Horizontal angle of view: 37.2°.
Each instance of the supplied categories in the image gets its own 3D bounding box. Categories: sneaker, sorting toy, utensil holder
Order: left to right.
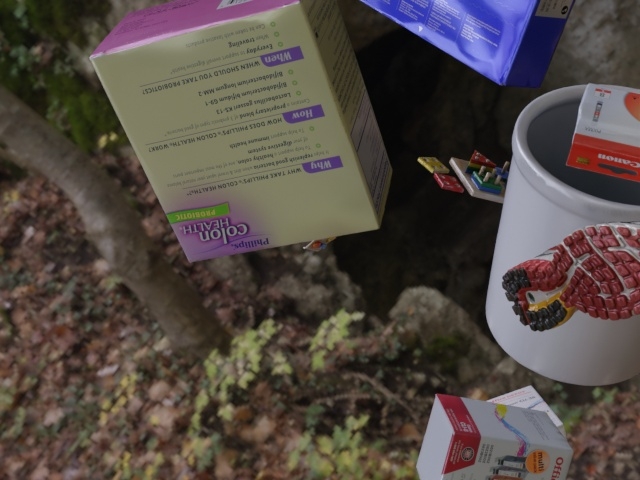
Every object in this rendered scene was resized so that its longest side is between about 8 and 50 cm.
[{"bbox_3d":[0.000,0.000,1.673,0.062,0.012,0.083,-37,-18,15],"label":"sorting toy"},{"bbox_3d":[0.324,-0.125,1.822,0.132,0.275,0.046,-111,37,-54],"label":"sorting toy"},{"bbox_3d":[0.442,-0.003,1.537,0.327,0.328,0.385,-67,-14,-47],"label":"utensil holder"},{"bbox_3d":[0.258,0.020,0.872,0.093,0.088,0.225,-28,1,-23],"label":"sneaker"}]

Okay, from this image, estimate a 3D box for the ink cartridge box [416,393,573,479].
[{"bbox_3d":[0.243,0.310,1.343,0.127,0.176,0.128,-110,31,-74],"label":"ink cartridge box"}]

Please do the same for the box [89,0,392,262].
[{"bbox_3d":[-0.067,-0.121,0.942,0.214,0.243,0.117,-11,31,19],"label":"box"}]

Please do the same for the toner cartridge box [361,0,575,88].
[{"bbox_3d":[0.182,-0.348,1.273,0.348,0.075,0.165,44,125,42],"label":"toner cartridge box"}]

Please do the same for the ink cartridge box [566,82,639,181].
[{"bbox_3d":[0.441,-0.156,1.374,0.179,0.145,0.045,-59,-21,-48],"label":"ink cartridge box"}]

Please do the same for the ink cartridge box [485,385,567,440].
[{"bbox_3d":[0.357,0.332,1.725,0.115,0.067,0.198,-18,18,-3],"label":"ink cartridge box"}]
